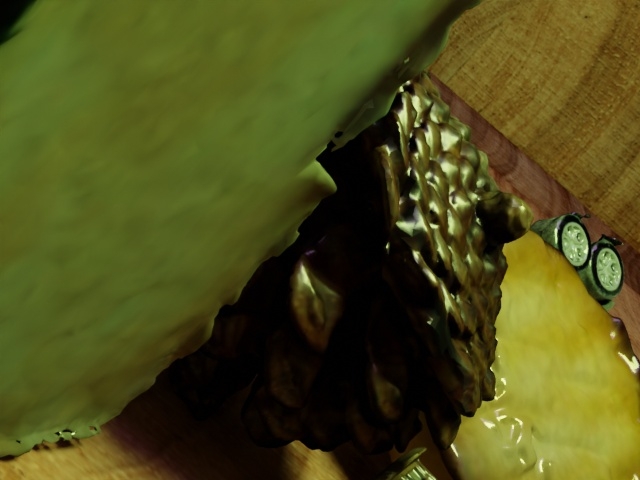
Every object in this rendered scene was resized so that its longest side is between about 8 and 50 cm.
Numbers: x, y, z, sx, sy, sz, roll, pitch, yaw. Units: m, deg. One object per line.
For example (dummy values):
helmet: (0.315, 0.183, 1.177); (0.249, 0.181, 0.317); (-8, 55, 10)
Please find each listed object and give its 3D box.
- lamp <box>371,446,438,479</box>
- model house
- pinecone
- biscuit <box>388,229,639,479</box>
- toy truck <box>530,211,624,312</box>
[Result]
lamp: (0.136, 0.281, 0.994); (0.325, 0.089, 0.090); (46, 15, 11)
model house: (-0.188, -0.170, 0.767); (0.400, 0.445, 0.395); (51, 20, 22)
pinecone: (-0.007, 0.000, 1.033); (0.242, 0.296, 0.298); (14, 64, -38)
biscuit: (0.148, 0.130, 1.231); (0.296, 0.102, 0.296); (26, 53, -40)
toy truck: (0.141, 0.051, 1.422); (0.363, 0.176, 0.178); (31, 60, -37)
